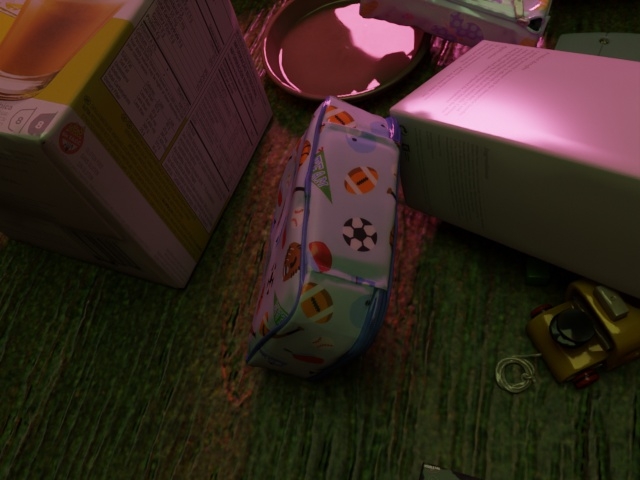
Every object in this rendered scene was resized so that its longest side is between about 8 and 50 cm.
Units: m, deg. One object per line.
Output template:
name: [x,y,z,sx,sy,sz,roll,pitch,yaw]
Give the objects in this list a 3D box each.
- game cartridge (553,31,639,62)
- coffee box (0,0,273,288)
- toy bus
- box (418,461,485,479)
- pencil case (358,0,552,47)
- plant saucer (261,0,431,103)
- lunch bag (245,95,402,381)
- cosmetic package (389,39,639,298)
game cartridge: [0.444,-0.182,0.774,0.297,0.062,0.198,20,64,22]
coffee box: [-0.310,-0.184,0.780,0.338,0.338,0.334,14,65,19]
toy bus: [0.308,0.081,0.629,0.191,0.104,0.202,16,66,20]
box: [0.139,0.270,0.594,0.083,0.052,0.062,10,65,19]
pencil case: [0.191,-0.344,0.847,0.273,0.113,0.124,19,38,5]
plant saucer: [0.041,-0.321,0.950,0.278,0.041,0.277,-6,60,10]
lunch bag: [0.000,0.000,0.680,0.115,0.243,0.303,17,61,-11]
cosmetic package: [0.278,-0.089,0.632,0.197,0.155,0.366,-38,44,-24]
